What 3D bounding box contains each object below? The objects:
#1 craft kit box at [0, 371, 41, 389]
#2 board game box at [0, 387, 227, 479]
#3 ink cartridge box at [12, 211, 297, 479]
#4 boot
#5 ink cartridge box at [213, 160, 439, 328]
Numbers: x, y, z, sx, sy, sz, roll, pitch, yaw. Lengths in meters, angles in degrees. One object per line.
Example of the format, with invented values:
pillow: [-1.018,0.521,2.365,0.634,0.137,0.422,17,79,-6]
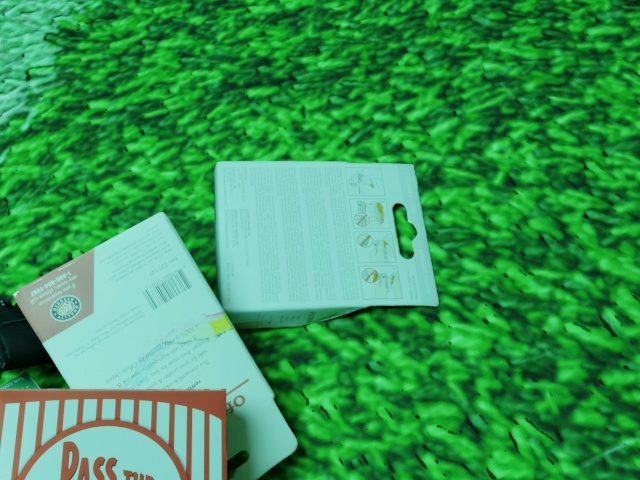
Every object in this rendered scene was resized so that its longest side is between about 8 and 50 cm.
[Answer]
craft kit box: [-0.232,0.239,0.440,0.246,0.061,0.250,41,50,22]
board game box: [-0.129,0.185,0.407,0.147,0.045,0.193,3,65,-17]
ink cartridge box: [-0.115,0.094,0.509,0.115,0.067,0.198,-31,94,-19]
boot: [-0.211,0.086,0.541,0.121,0.099,0.045,33,100,25]
ink cartridge box: [0.000,0.000,0.604,0.179,0.045,0.145,1,61,-12]
